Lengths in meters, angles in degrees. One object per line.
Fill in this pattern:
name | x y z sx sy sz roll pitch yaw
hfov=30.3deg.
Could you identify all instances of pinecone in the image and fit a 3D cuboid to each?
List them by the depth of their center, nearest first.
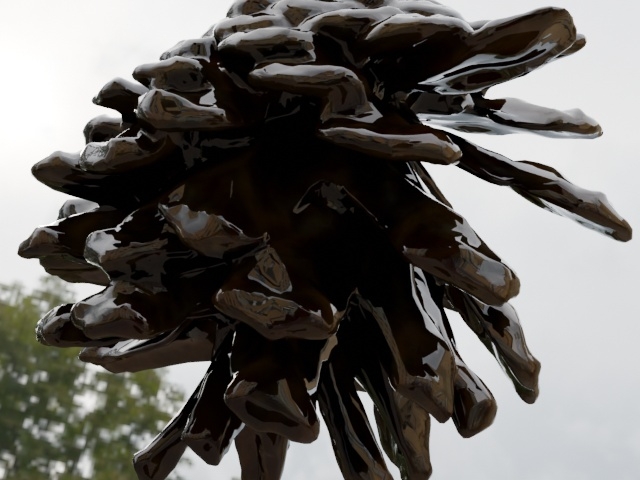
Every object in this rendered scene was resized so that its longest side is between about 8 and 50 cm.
pinecone | 0.000 0.003 0.452 0.229 0.201 0.202 -8 -26 28
